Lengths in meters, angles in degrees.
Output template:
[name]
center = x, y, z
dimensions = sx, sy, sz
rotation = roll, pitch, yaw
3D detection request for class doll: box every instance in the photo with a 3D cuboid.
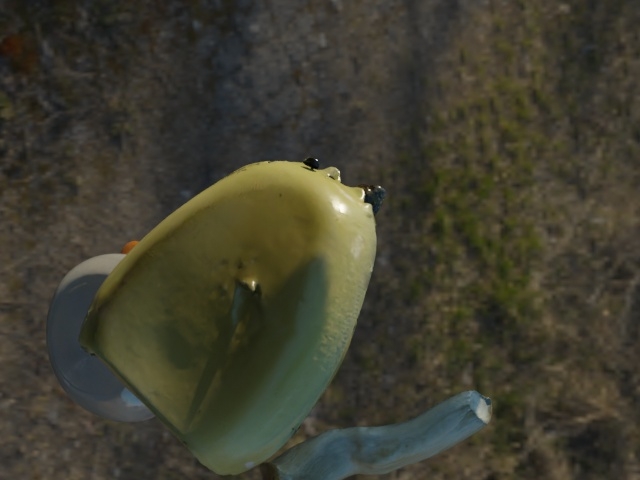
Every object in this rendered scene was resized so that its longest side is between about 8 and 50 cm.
[doll]
center = -0.256, 0.123, 1.873
dimensions = 0.221, 0.221, 0.251
rotation = 4, 75, -52

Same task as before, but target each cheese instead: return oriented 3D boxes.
[cheese]
center = -0.073, 0.057, 1.367
dimensions = 0.316, 0.259, 0.128
rotation = -47, 165, 0

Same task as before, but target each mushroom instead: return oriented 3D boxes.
[mushroom]
center = 0.049, 0.174, 1.134
dimensions = 0.059, 0.202, 0.054
rotation = 64, 6, -64

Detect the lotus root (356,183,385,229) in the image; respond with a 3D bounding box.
[lotus root]
center = 0.000, 0.000, 1.493
dimensions = 0.183, 0.077, 0.090
rotation = -40, 108, -27
